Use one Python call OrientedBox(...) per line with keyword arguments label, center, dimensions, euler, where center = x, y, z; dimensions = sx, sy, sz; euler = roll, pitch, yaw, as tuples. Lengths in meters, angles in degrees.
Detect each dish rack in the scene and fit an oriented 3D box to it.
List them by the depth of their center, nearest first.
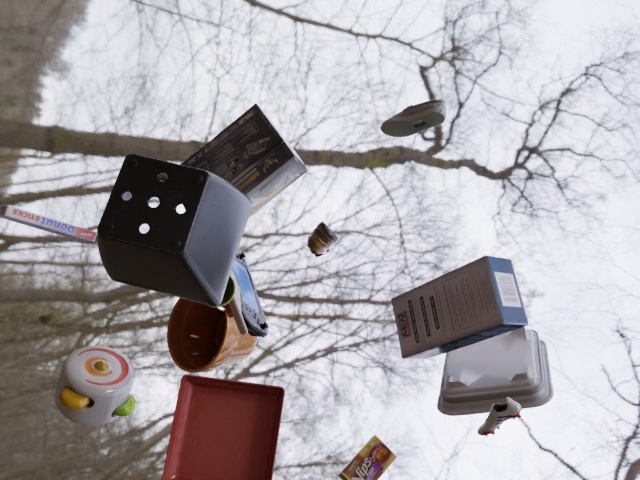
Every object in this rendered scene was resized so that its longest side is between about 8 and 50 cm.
OrientedBox(label="dish rack", center=(0.450, 0.327, 1.601), dimensions=(0.285, 0.333, 0.072), euler=(-13, -75, 21))

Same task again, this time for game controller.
OrientedBox(label="game controller", center=(-0.235, 0.135, 1.796), dimensions=(0.067, 0.166, 0.319), euler=(-25, -124, 2))

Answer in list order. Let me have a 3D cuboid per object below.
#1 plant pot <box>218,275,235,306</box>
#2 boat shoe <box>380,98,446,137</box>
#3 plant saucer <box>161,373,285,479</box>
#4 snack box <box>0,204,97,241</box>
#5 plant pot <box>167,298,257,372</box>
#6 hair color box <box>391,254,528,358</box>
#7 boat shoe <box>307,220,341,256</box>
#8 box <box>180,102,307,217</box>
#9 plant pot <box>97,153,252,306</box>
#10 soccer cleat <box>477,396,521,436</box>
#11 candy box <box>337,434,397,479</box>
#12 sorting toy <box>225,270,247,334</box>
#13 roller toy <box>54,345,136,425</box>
OrientedBox(label="plant pot", center=(-0.239, 0.106, 1.356), dimensions=(0.079, 0.083, 0.083), euler=(170, -76, -70))
OrientedBox(label="boat shoe", center=(0.298, -0.392, 1.931), dimensions=(0.227, 0.079, 0.081), euler=(-9, -129, 36))
OrientedBox(label="plant saucer", center=(-0.222, 0.461, 1.430), dimensions=(0.048, 0.259, 0.258), euler=(64, 32, -70))
OrientedBox(label="snack box", center=(-0.515, -0.031, 1.139), dimensions=(0.064, 0.178, 0.022), euler=(3, -103, 38))
OrientedBox(label="plant pot", center=(-0.351, 0.312, 2.077), dimensions=(0.291, 0.203, 0.291), euler=(-13, -112, 35))
OrientedBox(label="hair color box", center=(0.345, 0.181, 1.561), dimensions=(0.347, 0.105, 0.174), euler=(-32, -122, 46))
OrientedBox(label="boat shoe", center=(0.000, 0.000, 2.411), dimensions=(0.120, 0.324, 0.122), euler=(-44, -97, 0))
OrientedBox(label="box", center=(-0.162, -0.129, 1.156), dimensions=(0.231, 0.056, 0.183), euler=(-39, -126, 4))
OrientedBox(label="plant pot", center=(-0.227, -0.026, 0.907), dimensions=(0.167, 0.187, 0.188), euler=(83, 22, -73))
OrientedBox(label="soccer cleat", center=(0.262, 0.263, 0.909), dimensions=(0.083, 0.035, 0.029), euler=(-44, -173, 31))
OrientedBox(label="candy box", center=(0.161, 0.774, 2.086), dimensions=(0.109, 0.187, 0.053), euler=(44, -32, 13))
OrientedBox(label="sorting toy", center=(-0.235, 0.109, 1.526), dimensions=(0.208, 0.038, 0.193), euler=(-113, -172, -53))
OrientedBox(label="roller toy", center=(-0.609, 0.385, 1.640), dimensions=(0.191, 0.209, 0.146), euler=(50, -56, 43))
